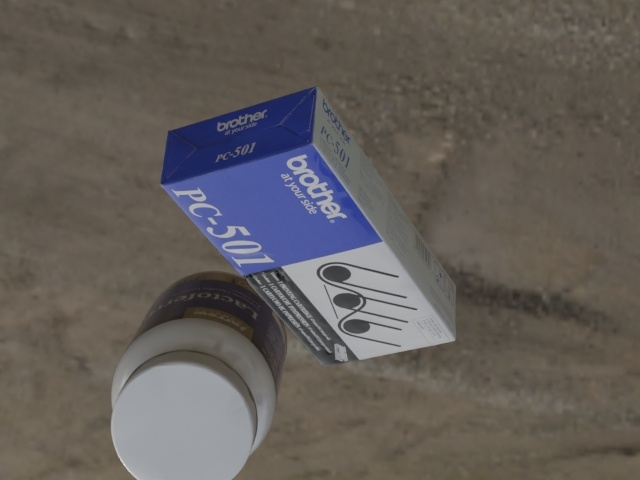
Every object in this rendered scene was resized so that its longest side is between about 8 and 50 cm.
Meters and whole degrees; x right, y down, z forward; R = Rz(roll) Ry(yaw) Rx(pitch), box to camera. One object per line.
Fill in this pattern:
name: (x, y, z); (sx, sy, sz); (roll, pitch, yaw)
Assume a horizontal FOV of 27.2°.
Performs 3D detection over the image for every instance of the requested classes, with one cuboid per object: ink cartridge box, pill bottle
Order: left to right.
pill bottle: (-0.113, 0.132, 1.254); (0.153, 0.153, 0.265); (9, -166, -1)
ink cartridge box: (0.000, 0.000, 0.793); (0.097, 0.046, 0.207); (-13, 140, 22)
